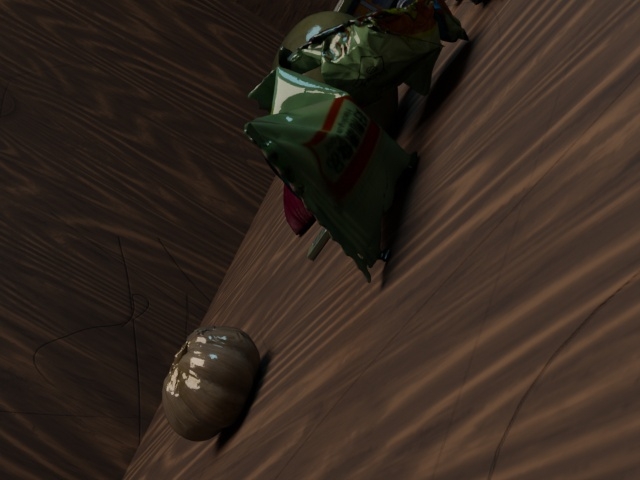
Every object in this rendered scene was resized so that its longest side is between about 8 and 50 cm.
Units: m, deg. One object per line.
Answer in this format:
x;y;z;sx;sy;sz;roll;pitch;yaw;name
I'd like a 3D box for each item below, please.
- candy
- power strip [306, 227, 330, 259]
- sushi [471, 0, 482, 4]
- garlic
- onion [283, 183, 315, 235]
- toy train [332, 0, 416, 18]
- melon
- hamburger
-0.001;-0.109;1.178;0.172;0.263;0.398;-45;14;22;candy
0.000;0.000;1.623;0.090;0.016;0.040;-54;11;34;power strip
0.258;-0.503;1.372;0.184;0.139;0.274;-57;3;31;sushi
-0.203;0.255;1.520;0.228;0.152;0.228;-60;13;23;garlic
-0.030;-0.147;1.979;0.247;0.111;0.250;-41;23;61;onion
0.122;-0.536;2.048;0.300;0.202;0.131;-59;8;15;toy train
0.023;-0.279;1.574;0.272;0.271;0.308;-124;27;-80;melon
0.084;-0.288;1.351;0.276;0.151;0.260;-10;11;36;hamburger
